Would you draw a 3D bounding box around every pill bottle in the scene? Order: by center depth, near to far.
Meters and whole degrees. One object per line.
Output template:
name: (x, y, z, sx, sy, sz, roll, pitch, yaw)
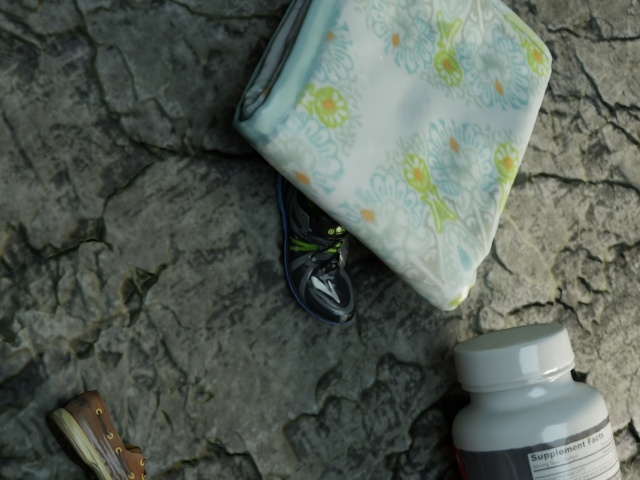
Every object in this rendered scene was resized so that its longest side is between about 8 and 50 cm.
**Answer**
pill bottle: (0.246, 0.261, 1.559, 0.176, 0.176, 0.319, -15, 94, -30)

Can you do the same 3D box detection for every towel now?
towel: (0.095, -0.161, 1.509, 0.320, 0.090, 0.374, 39, 55, -21)

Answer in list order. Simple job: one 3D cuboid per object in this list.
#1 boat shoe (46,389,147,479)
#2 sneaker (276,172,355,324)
boat shoe: (-0.197, 0.227, 1.374, 0.060, 0.064, 0.178, -37, 102, -24)
sneaker: (0.000, 0.000, 1.494, 0.067, 0.078, 0.188, -13, 93, -29)
